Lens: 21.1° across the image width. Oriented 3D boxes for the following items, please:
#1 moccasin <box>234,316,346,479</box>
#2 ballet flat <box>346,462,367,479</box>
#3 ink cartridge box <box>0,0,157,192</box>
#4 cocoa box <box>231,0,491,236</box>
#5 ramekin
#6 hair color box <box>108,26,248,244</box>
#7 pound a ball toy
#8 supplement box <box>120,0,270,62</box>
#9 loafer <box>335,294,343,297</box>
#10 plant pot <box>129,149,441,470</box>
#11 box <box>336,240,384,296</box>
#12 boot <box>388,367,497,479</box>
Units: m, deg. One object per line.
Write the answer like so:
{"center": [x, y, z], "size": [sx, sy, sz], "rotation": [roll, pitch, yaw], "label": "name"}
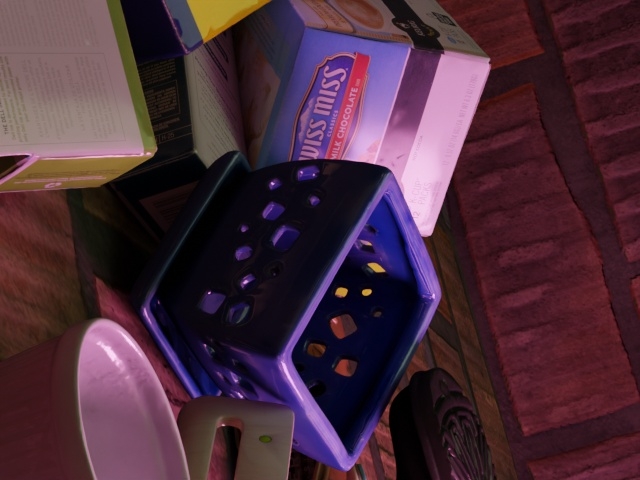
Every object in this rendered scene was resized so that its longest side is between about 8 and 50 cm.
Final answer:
{"center": [-0.047, 0.151, 1.907], "size": [0.147, 0.139, 0.380], "rotation": [69, 19, -59], "label": "moccasin"}
{"center": [0.028, 0.342, 1.991], "size": [0.248, 0.086, 0.086], "rotation": [78, 3, -52], "label": "ballet flat"}
{"center": [-0.278, -0.139, 1.392], "size": [0.255, 0.097, 0.189], "rotation": [-6, 76, -43], "label": "ink cartridge box"}
{"center": [0.011, -0.191, 2.019], "size": [0.347, 0.228, 0.231], "rotation": [-118, -138, -58], "label": "cocoa box"}
{"center": [-0.185, 0.170, 1.292], "size": [0.207, 0.109, 0.207], "rotation": [-18, 90, -78], "label": "ramekin"}
{"center": [-0.162, -0.169, 1.876], "size": [0.174, 0.105, 0.347], "rotation": [57, 20, -52], "label": "hair color box"}
{"center": [-0.104, 0.305, 1.494], "size": [0.319, 0.136, 0.208], "rotation": [-82, 177, -63], "label": "pound a ball toy"}
{"center": [-0.117, -0.336, 1.720], "size": [0.356, 0.194, 0.195], "rotation": [-39, 115, -39], "label": "supplement box"}
{"center": [0.029, -0.028, 2.531], "size": [0.092, 0.102, 0.268], "rotation": [28, 44, -64], "label": "loafer"}
{"center": [-0.040, 0.058, 1.701], "size": [0.236, 0.212, 0.236], "rotation": [-61, 149, -26], "label": "plant pot"}
{"center": [0.000, 0.000, 1.900], "size": [0.178, 0.109, 0.042], "rotation": [17, 38, -26], "label": "box"}
{"center": [0.052, 0.318, 1.762], "size": [0.131, 0.260, 0.348], "rotation": [-14, 93, -71], "label": "boot"}
